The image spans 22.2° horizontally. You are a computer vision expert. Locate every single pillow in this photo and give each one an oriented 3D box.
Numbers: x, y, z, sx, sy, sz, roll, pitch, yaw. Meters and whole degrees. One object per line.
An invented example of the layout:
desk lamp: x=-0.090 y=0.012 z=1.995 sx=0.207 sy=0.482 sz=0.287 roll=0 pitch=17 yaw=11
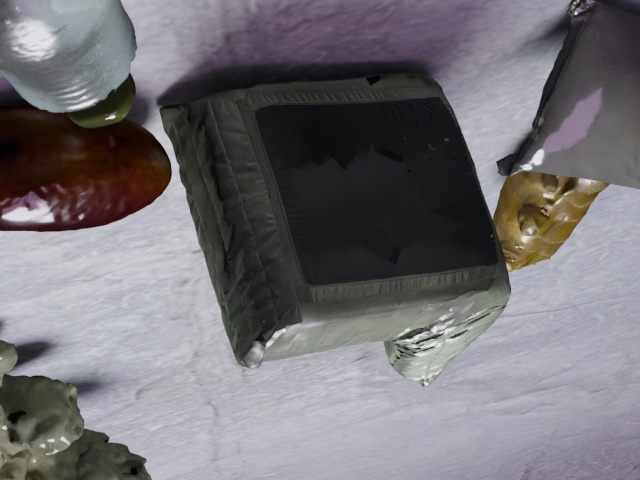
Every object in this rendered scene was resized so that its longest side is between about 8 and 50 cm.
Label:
pillow: x=0.262 y=-0.094 z=1.265 sx=0.255 sy=0.059 sz=0.169 roll=6 pitch=123 yaw=-38

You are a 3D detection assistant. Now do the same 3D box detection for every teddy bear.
teddy bear: x=-0.368 y=0.228 z=1.509 sx=0.357 sy=0.224 sz=0.367 roll=-30 pitch=156 yaw=-2

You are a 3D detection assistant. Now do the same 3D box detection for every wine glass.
wine glass: x=-0.166 y=-0.147 z=0.860 sx=0.103 sy=0.103 sz=0.222 roll=-17 pitch=157 yaw=3

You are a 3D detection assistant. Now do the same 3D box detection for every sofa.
sofa: x=0.000 y=0.000 z=1.197 sx=0.225 sy=0.210 sz=0.176 roll=-9 pitch=159 yaw=-28

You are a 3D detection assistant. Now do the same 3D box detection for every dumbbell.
dumbbell: x=-0.161 y=-0.109 z=1.030 sx=0.052 sy=0.046 sz=0.118 roll=-16 pitch=160 yaw=14

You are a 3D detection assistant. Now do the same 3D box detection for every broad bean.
broad bean: x=-0.178 y=-0.047 z=1.129 sx=0.114 sy=0.084 sz=0.165 roll=-9 pitch=172 yaw=35

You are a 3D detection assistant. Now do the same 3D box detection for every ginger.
ginger: x=0.192 y=-0.038 z=1.398 sx=0.115 sy=0.081 sz=0.205 roll=-24 pitch=160 yaw=-13
